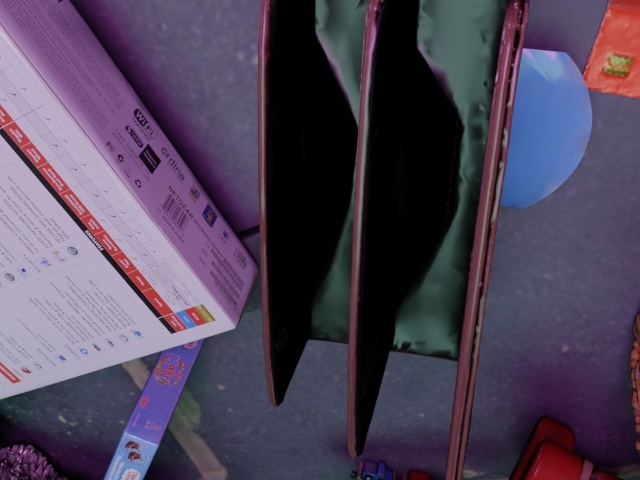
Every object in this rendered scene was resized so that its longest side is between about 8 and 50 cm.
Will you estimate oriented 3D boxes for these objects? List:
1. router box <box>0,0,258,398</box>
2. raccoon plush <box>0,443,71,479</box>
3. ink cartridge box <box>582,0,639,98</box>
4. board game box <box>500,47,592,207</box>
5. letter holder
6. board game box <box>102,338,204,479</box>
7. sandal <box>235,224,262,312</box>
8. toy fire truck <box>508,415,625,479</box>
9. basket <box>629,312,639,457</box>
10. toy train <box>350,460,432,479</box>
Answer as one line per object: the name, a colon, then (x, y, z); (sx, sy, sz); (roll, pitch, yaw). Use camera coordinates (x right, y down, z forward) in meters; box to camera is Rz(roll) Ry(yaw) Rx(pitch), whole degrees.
router box: (-0.267, -0.031, 0.571); (0.301, 0.082, 0.336); (-18, 122, 24)
raccoon plush: (-0.315, 0.338, 0.775); (0.299, 0.216, 0.446); (36, 150, -15)
ink cartridge box: (0.266, -0.162, 0.442); (0.145, 0.045, 0.179); (12, 124, 5)
board game box: (0.117, -0.094, 0.531); (0.168, 0.033, 0.133); (9, 131, 13)
letter holder: (0.036, -0.004, 0.436); (0.151, 0.214, 0.302); (7, 117, 12)
board game box: (-0.185, 0.201, 0.725); (0.039, 0.160, 0.212); (24, 127, -6)
sandal: (-0.001, -0.001, 0.617); (0.254, 0.054, 0.097); (-13, 114, 31)
toy fire truck: (0.220, 0.318, 0.618); (0.169, 0.302, 0.254); (27, 93, 19)
basket: (0.360, 0.130, 0.466); (0.222, 0.299, 0.214); (9, 126, 6)
toy train: (0.114, 0.286, 0.801); (0.158, 0.027, 0.036); (13, 123, 3)
